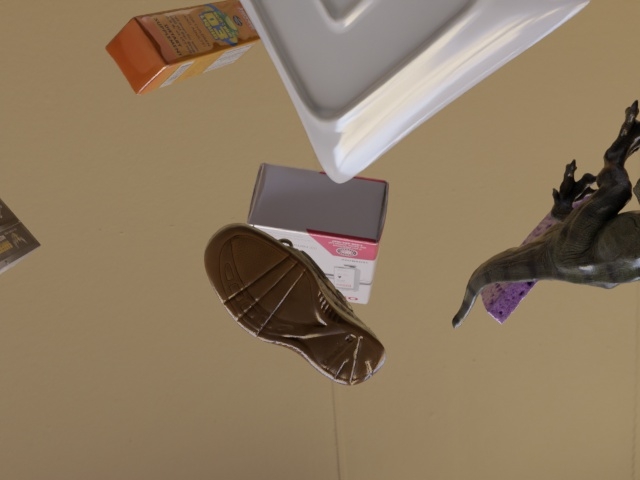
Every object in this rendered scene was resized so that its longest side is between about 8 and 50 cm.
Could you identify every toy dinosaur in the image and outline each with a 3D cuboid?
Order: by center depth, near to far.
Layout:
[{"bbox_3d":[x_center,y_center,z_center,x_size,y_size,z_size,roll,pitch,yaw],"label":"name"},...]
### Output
[{"bbox_3d":[0.178,-0.012,0.389,0.064,0.268,0.118,30,-113,-17],"label":"toy dinosaur"}]

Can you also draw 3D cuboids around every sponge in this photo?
[{"bbox_3d":[0.302,0.014,0.828,0.031,0.117,0.210,39,-78,4],"label":"sponge"}]

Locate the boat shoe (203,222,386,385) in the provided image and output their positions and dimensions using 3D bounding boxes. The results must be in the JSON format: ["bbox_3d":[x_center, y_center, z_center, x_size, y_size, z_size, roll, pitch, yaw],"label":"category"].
[{"bbox_3d":[-0.033,0.074,0.722,0.104,0.089,0.285,-39,-59,6],"label":"boat shoe"}]

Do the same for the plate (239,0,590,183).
[{"bbox_3d":[0.031,-0.227,0.500,0.045,0.277,0.278,-18,-102,-48],"label":"plate"}]

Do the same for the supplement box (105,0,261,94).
[{"bbox_3d":[-0.182,-0.278,0.840,0.078,0.080,0.233,56,-145,-8],"label":"supplement box"}]

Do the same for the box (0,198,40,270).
[{"bbox_3d":[-0.474,-0.024,0.752,0.056,0.231,0.183,-35,-76,3],"label":"box"}]

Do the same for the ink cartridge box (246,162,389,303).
[{"bbox_3d":[0.000,0.000,1.024,0.207,0.283,0.117,8,-115,5],"label":"ink cartridge box"}]
